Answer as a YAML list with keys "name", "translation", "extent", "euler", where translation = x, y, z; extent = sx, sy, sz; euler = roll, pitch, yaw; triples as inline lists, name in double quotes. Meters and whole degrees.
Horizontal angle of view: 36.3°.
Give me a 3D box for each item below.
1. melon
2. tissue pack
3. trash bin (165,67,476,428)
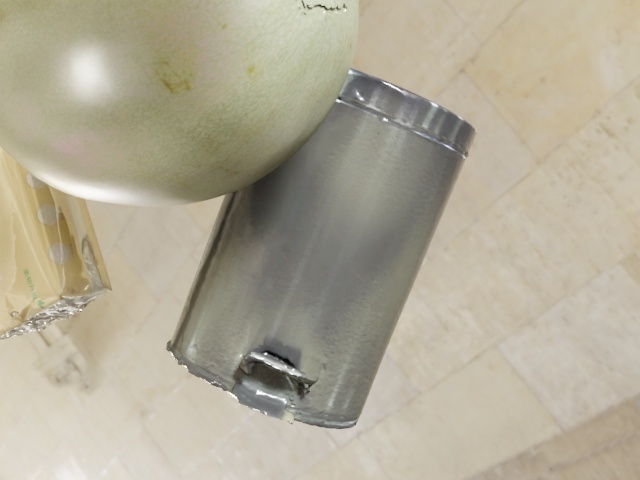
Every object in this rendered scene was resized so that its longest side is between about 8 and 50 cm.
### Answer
- name: "melon"
  translation: [-0.114, -0.159, 0.734]
  extent: [0.330, 0.268, 0.268]
  euler: [-18, 5, 34]
- name: "tissue pack"
  translation: [-0.322, -0.019, 1.051]
  extent: [0.090, 0.222, 0.186]
  euler: [-13, -8, -46]
- name: "trash bin"
  translation: [0.000, 0.000, 0.925]
  extent: [0.252, 0.203, 0.301]
  euler: [-101, 32, -88]
